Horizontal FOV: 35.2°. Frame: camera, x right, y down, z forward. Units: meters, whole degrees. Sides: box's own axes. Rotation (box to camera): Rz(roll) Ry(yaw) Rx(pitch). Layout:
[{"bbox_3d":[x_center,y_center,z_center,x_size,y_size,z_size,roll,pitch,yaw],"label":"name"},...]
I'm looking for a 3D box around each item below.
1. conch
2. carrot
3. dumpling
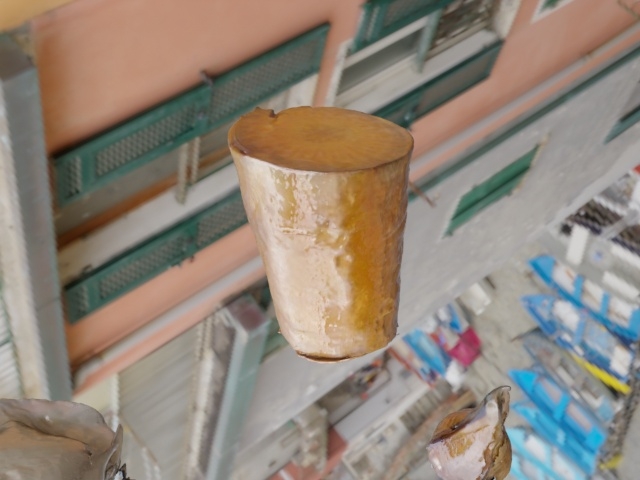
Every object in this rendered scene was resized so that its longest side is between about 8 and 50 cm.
[{"bbox_3d":[0.143,0.197,0.976,0.080,0.086,0.233,18,160,21],"label":"conch"},{"bbox_3d":[0.000,0.000,1.072,0.196,0.196,0.254,28,129,43],"label":"carrot"},{"bbox_3d":[-0.304,0.258,0.933,0.204,0.293,0.163,3,119,20],"label":"dumpling"}]
